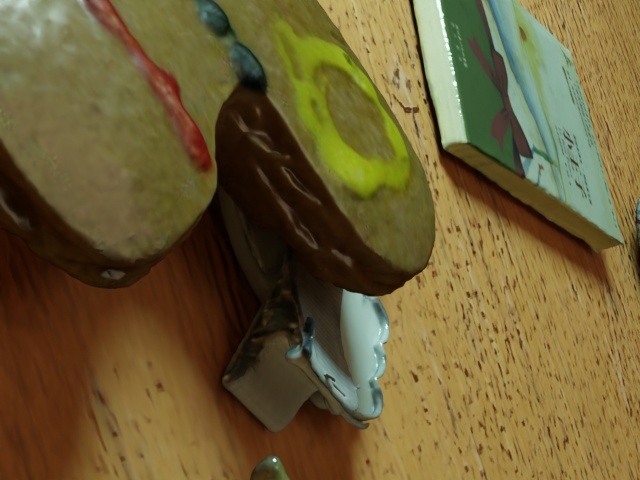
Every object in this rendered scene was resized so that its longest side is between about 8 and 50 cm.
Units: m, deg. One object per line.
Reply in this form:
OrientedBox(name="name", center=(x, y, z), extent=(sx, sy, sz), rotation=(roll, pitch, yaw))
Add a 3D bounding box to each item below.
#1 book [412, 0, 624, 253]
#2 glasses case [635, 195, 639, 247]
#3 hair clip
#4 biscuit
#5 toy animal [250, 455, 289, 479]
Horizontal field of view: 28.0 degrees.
OrientedBox(name="book", center=(0.152, -0.115, 1.002), extent=(0.289, 0.026, 0.201), rotation=(23, 51, -53))
OrientedBox(name="glasses case", center=(0.386, 0.018, 1.276), extent=(0.327, 0.076, 0.125), rotation=(11, 61, -59))
OrientedBox(name="hair clip", center=(0.000, 0.000, 0.634), extent=(0.140, 0.054, 0.220), rotation=(46, 33, -29))
OrientedBox(name="biscuit", center=(-0.057, -0.070, 0.517), extent=(0.262, 0.052, 0.277), rotation=(54, 29, -1))
OrientedBox(name="toy animal", center=(-0.006, 0.199, 0.428), extent=(0.168, 0.121, 0.233), rotation=(51, 28, -11))
